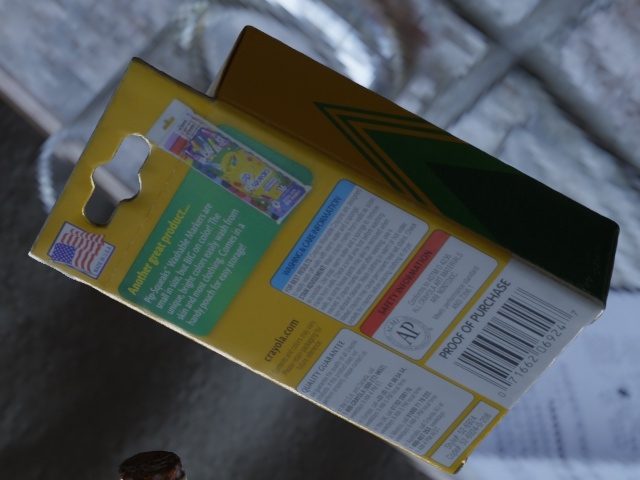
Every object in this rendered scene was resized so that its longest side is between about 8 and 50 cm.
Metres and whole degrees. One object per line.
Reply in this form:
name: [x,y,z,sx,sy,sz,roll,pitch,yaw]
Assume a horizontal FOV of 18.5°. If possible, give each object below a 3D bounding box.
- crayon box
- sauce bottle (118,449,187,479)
crayon box: [0.000,0.000,1.261,0.323,0.083,0.203,28,134,-8]
sauce bottle: [-0.091,0.190,1.173,0.042,0.042,0.128,5,112,35]
